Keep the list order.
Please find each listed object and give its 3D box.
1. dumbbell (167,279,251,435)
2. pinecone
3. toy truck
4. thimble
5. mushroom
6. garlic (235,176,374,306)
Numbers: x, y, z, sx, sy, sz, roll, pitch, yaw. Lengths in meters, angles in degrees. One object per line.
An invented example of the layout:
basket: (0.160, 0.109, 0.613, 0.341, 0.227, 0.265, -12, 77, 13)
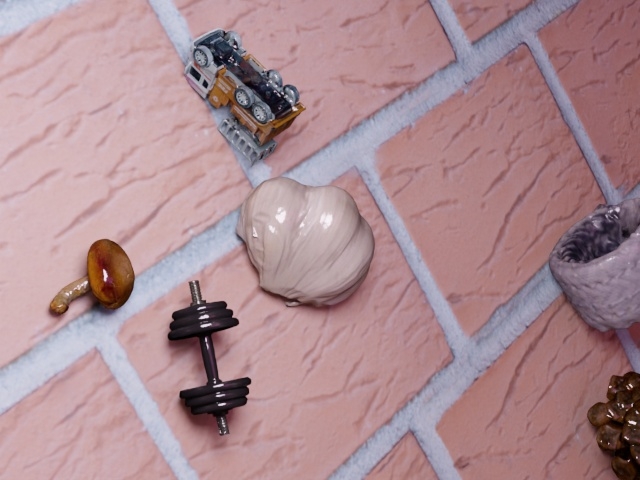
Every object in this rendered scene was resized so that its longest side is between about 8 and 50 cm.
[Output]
dumbbell: (-0.148, 0.155, 1.505, 0.099, 0.099, 0.208, -7, 82, -42)
pinecone: (0.590, 0.343, 2.024, 0.229, 0.201, 0.202, 27, 80, 6)
toy truck: (-0.120, -0.210, 1.634, 0.177, 0.115, 0.080, 46, 49, 8)
thimble: (0.545, 0.042, 2.065, 0.157, 0.217, 0.245, 58, 33, -17)
mushroom: (-0.283, 0.057, 1.439, 0.129, 0.073, 0.088, -47, 142, -35)
garlic: (0.000, 0.000, 1.654, 0.229, 0.143, 0.178, 34, 55, -39)
